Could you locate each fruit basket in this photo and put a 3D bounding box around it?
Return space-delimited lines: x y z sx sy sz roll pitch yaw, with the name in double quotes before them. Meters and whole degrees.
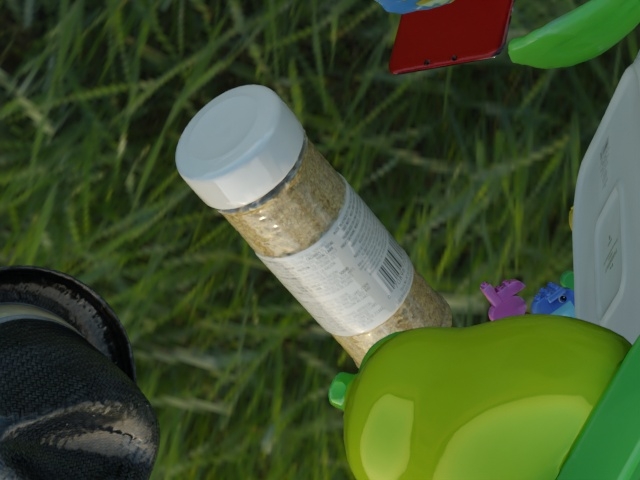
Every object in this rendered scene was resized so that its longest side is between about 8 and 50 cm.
"fruit basket" 0.189 0.163 1.022 0.392 0.392 0.283 -28 120 19

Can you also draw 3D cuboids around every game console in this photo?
"game console" 0.154 -0.217 1.801 0.144 0.124 0.085 -5 93 42

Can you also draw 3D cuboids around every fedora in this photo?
"fedora" -0.269 0.183 1.734 0.152 0.334 0.334 17 126 39

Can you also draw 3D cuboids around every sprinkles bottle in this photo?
"sprinkles bottle" 0.000 0.000 1.808 0.121 0.121 0.355 -26 130 18

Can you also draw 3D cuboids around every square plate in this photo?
"square plate" 0.264 0.014 1.518 0.049 0.344 0.347 3 155 -4

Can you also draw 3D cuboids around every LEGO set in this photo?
"LEGO set" 0.254 0.014 1.772 0.227 0.087 0.093 -35 99 -2

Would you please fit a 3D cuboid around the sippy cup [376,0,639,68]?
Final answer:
"sippy cup" 0.091 -0.255 1.045 0.240 0.305 0.224 39 126 -22
